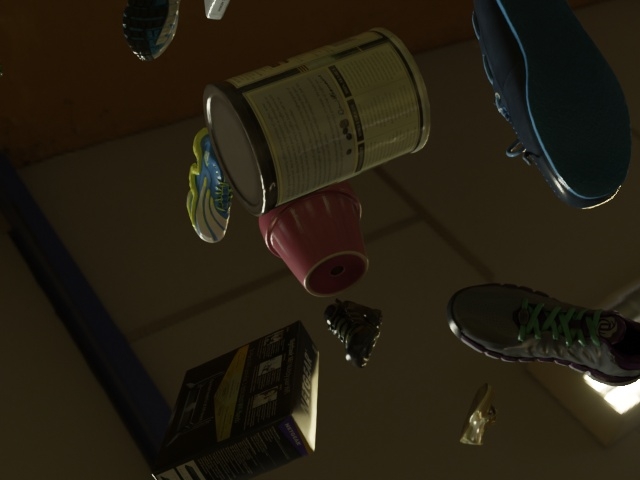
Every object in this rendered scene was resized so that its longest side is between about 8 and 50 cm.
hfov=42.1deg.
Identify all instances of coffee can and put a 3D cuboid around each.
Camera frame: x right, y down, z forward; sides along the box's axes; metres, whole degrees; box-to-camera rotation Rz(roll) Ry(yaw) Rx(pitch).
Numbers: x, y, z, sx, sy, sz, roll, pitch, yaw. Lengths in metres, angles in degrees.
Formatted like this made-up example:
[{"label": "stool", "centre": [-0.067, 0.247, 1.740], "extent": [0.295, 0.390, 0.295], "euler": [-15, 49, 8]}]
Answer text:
[{"label": "coffee can", "centre": [-0.006, -0.177, 1.229], "extent": [0.275, 0.201, 0.201], "euler": [-23, -125, -18]}]

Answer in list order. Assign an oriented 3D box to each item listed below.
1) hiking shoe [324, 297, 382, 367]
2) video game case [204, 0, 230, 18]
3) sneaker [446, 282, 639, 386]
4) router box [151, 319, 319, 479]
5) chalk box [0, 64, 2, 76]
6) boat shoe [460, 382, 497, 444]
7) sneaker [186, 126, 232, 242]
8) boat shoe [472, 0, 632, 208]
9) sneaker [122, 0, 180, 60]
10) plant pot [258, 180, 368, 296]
[{"label": "hiking shoe", "centre": [0.054, 0.178, 1.637], "extent": [0.114, 0.086, 0.227], "euler": [23, -166, 2]}, {"label": "video game case", "centre": [-0.099, -0.361, 0.872], "extent": [0.022, 0.173, 0.190], "euler": [-1, -108, -22]}, {"label": "sneaker", "centre": [0.242, 0.081, 0.828], "extent": [0.224, 0.098, 0.083], "euler": [14, -115, -10]}, {"label": "router box", "centre": [-0.129, 0.278, 1.384], "extent": [0.243, 0.081, 0.309], "euler": [-25, -161, 11]}, {"label": "chalk box", "centre": [-0.274, -0.141, 0.375], "extent": [0.132, 0.213, 0.132], "euler": [-29, -124, 11]}, {"label": "boat shoe", "centre": [0.276, 0.297, 1.413], "extent": [0.045, 0.135, 0.050], "euler": [17, -141, 4]}, {"label": "sneaker", "centre": [-0.214, -0.113, 1.688], "extent": [0.091, 0.240, 0.126], "euler": [-6, -175, -26]}, {"label": "boat shoe", "centre": [0.207, -0.141, 0.753], "extent": [0.109, 0.089, 0.258], "euler": [-5, -113, -10]}, {"label": "sneaker", "centre": [-0.208, -0.313, 1.092], "extent": [0.071, 0.083, 0.190], "euler": [3, -109, 5]}, {"label": "plant pot", "centre": [0.000, 0.000, 1.601], "extent": [0.201, 0.201, 0.180], "euler": [-8, -130, -20]}]
